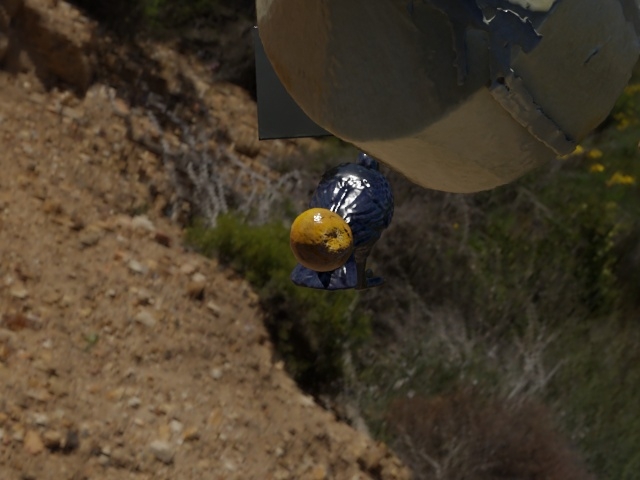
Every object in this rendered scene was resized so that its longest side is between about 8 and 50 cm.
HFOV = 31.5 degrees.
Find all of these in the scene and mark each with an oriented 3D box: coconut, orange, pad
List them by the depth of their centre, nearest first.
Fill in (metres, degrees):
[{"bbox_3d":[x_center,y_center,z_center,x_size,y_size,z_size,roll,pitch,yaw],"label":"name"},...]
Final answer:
[{"bbox_3d":[0.102,-0.200,0.898,0.323,0.323,0.323,17,40,-15],"label":"coconut"},{"bbox_3d":[0.023,-0.177,1.243,0.190,0.004,0.127,-3,83,-2],"label":"pad"},{"bbox_3d":[0.000,0.000,1.435,0.083,0.070,0.083,3,83,-28],"label":"orange"}]

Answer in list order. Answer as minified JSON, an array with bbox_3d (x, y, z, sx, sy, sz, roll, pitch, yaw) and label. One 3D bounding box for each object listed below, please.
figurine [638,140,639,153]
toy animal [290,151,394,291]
[{"bbox_3d":[0.529,-0.099,1.479,0.274,0.194,0.133,63,4,6],"label":"figurine"},{"bbox_3d":[0.040,-0.020,1.614,0.122,0.185,0.298,16,22,14],"label":"toy animal"}]
